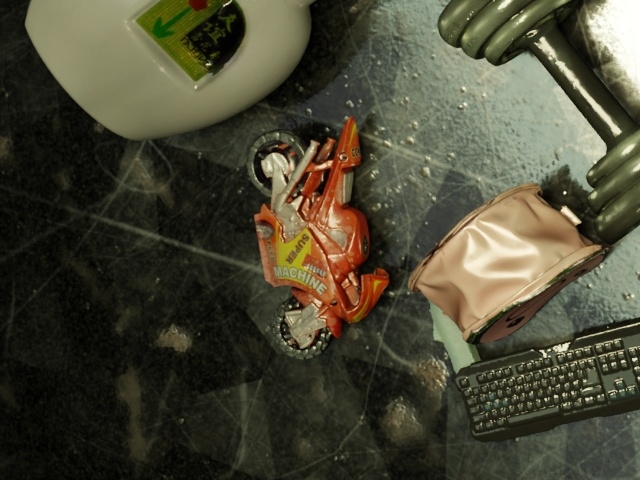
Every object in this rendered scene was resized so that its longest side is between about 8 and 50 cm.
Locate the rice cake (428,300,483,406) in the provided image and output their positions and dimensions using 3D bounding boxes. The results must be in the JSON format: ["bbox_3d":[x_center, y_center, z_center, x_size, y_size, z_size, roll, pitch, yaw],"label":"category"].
[{"bbox_3d":[0.169,0.131,1.628,0.042,0.030,0.180,-23,90,22],"label":"rice cake"}]

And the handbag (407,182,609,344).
[{"bbox_3d":[0.213,0.032,1.513,0.205,0.179,0.116,-43,74,23],"label":"handbag"}]

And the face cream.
[{"bbox_3d":[-0.153,-0.297,1.572,0.357,0.219,0.312,-36,121,15],"label":"face cream"}]

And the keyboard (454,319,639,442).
[{"bbox_3d":[0.294,0.169,1.567,0.262,0.016,0.106,-16,92,18],"label":"keyboard"}]

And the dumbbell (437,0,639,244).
[{"bbox_3d":[0.288,-0.169,1.440,0.179,0.179,0.406,-41,81,25],"label":"dumbbell"}]

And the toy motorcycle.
[{"bbox_3d":[-0.002,0.000,1.652,0.171,0.089,0.298,-6,96,24],"label":"toy motorcycle"}]
